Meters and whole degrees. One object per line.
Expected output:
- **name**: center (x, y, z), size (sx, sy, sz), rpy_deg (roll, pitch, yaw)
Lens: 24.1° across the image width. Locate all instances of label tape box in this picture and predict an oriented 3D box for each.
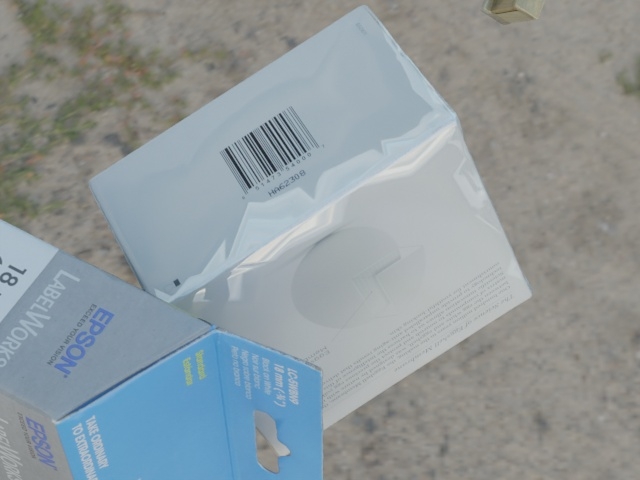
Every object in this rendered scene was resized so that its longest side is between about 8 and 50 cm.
- **label tape box**: center (-0.167, 0.110, 0.959), size (0.333, 0.241, 0.106), rpy_deg (24, 58, 17)

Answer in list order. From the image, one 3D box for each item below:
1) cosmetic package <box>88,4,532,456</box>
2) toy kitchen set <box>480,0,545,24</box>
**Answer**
- **cosmetic package**: center (0.000, 0.000, 1.043), size (0.224, 0.138, 0.225), rpy_deg (-32, 141, -1)
- **toy kitchen set**: center (0.089, -0.170, 0.818), size (0.075, 0.068, 0.083), rpy_deg (27, 80, -25)
